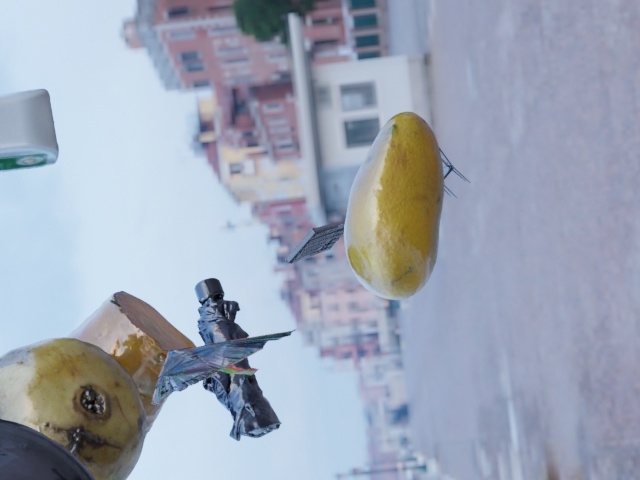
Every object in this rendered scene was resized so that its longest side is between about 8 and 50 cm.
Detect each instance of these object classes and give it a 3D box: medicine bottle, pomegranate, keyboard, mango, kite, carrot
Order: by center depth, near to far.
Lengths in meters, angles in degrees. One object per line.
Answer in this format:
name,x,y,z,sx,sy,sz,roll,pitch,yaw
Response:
medicine bottle,-0.323,-0.086,1.154,0.119,0.183,0.069,173,89,-75
kite,-0.114,0.129,1.403,0.159,0.190,0.010,32,-145,-58
mango,0.093,-0.042,1.596,0.147,0.109,0.227,2,-86,-53
keyboard,0.000,0.000,1.894,0.013,0.061,0.204,43,-166,8
pomegranate,-0.383,0.268,1.935,0.260,0.260,0.260,-6,-90,-87
carrot,-0.373,0.257,2.213,0.224,0.340,0.224,38,-170,-8

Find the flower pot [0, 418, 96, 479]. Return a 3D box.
flower pot,-0.426,0.406,1.523,0.251,0.379,0.379,110,153,-86

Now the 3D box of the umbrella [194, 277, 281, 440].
umbrella,-0.124,0.157,1.753,0.080,0.071,0.224,19,-132,-63

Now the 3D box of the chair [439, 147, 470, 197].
chair,0.180,-0.103,1.977,0.086,0.042,0.037,48,175,-13
